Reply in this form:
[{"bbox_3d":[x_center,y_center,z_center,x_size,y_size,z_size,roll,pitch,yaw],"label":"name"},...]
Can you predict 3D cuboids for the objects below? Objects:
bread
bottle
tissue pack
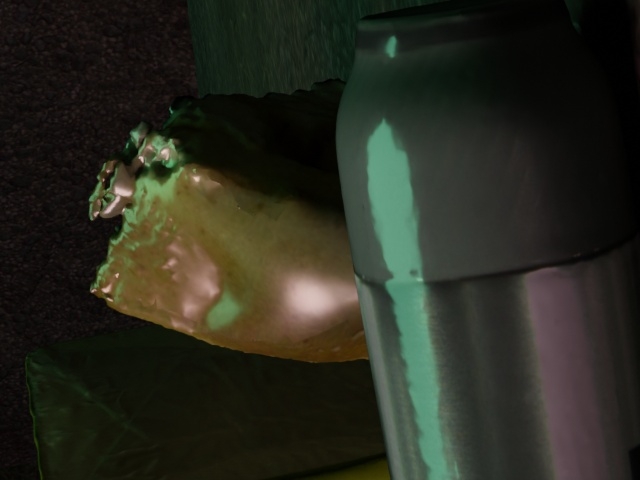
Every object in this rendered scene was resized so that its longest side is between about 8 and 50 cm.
[{"bbox_3d":[-0.004,0.002,0.784,0.110,0.156,0.103,49,145,40],"label":"bread"},{"bbox_3d":[0.059,0.058,0.547,0.096,0.079,0.254,-50,-49,-75],"label":"bottle"},{"bbox_3d":[-0.020,0.183,0.947,0.167,0.200,0.275,-113,14,-60],"label":"tissue pack"}]
